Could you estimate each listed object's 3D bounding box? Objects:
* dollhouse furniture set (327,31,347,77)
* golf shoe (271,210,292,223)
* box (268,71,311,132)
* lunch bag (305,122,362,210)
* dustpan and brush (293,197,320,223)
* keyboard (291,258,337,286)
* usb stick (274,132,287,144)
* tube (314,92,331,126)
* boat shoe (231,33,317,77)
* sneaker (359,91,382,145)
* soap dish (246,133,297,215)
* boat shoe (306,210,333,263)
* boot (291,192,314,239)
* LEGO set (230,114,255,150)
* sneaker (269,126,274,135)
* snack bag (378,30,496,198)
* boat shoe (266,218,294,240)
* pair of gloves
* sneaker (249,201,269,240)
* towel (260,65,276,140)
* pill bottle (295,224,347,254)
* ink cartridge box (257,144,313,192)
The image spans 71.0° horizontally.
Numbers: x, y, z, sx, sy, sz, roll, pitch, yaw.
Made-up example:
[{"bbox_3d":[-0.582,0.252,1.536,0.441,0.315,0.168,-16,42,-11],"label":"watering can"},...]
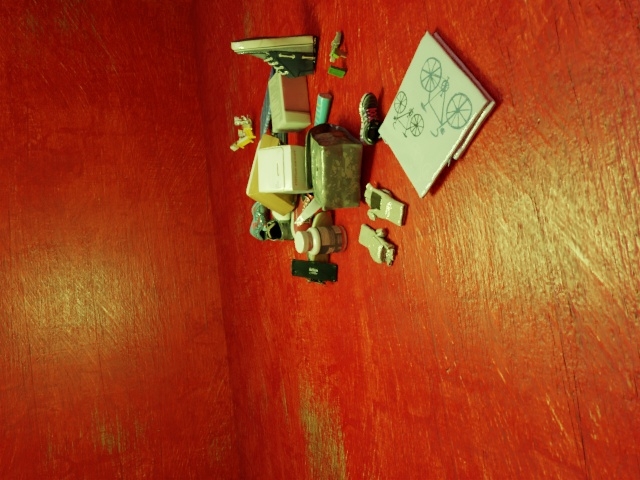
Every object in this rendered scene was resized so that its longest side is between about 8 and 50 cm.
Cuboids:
[{"bbox_3d":[0.069,-0.673,1.628,0.076,0.059,0.151,137,144,-67],"label":"dollhouse furniture set"},{"bbox_3d":[-0.177,-0.200,2.060,0.120,0.105,0.272,100,164,-54],"label":"golf shoe"},{"bbox_3d":[-0.134,-0.597,1.941,0.149,0.127,0.232,-10,86,64],"label":"box"},{"bbox_3d":[0.034,-0.273,1.606,0.287,0.169,0.235,-118,25,-58],"label":"lunch bag"},{"bbox_3d":[-0.006,-0.144,1.774,0.211,0.060,0.147,-48,5,32],"label":"dustpan and brush"},{"bbox_3d":[-0.026,0.129,1.823,0.038,0.192,0.100,-43,-40,-73],"label":"keyboard"},{"bbox_3d":[-0.191,-0.469,2.167,0.077,0.045,0.277,7,102,41],"label":"usb stick"},{"bbox_3d":[0.002,-0.479,1.779,0.080,0.052,0.207,-111,24,-44],"label":"tube"},{"bbox_3d":[-0.174,-0.722,1.779,0.127,0.341,0.158,-116,21,-58],"label":"boat shoe"},{"bbox_3d":[0.166,-0.384,1.434,0.075,0.063,0.170,-140,46,-56],"label":"sneaker"},{"bbox_3d":[-0.182,-0.279,1.917,0.118,0.229,0.290,-3,68,37],"label":"soap dish"},{"bbox_3d":[-0.014,0.006,1.831,0.092,0.103,0.285,41,137,50],"label":"boat shoe"},{"bbox_3d":[-0.060,-0.106,1.927,0.176,0.089,0.244,-39,56,58],"label":"boot"},{"bbox_3d":[-0.445,-0.632,2.596,0.287,0.132,0.107,127,141,-63],"label":"LEGO set"},{"bbox_3d":[-0.234,-0.550,2.273,0.083,0.032,0.036,-131,29,-58],"label":"sneaker"},{"bbox_3d":[0.291,-0.326,1.213,0.323,0.037,0.342,67,148,34],"label":"snack bag"},{"bbox_3d":[-0.199,-0.064,2.162,0.355,0.130,0.132,5,98,64],"label":"boat shoe"},{"bbox_3d":[0.190,-0.048,1.466,0.204,0.042,0.240,50,138,50],"label":"pair of gloves"},{"bbox_3d":[-0.306,-0.109,2.449,0.125,0.104,0.261,42,138,32],"label":"sneaker"},{"bbox_3d":[-0.251,-0.663,2.214,0.336,0.040,0.243,116,156,-49],"label":"towel"},{"bbox_3d":[0.000,0.000,1.705,0.108,0.180,0.107,175,90,-65],"label":"pill bottle"},{"bbox_3d":[-0.109,-0.274,1.768,0.168,0.233,0.171,-1,93,34],"label":"ink cartridge box"}]
